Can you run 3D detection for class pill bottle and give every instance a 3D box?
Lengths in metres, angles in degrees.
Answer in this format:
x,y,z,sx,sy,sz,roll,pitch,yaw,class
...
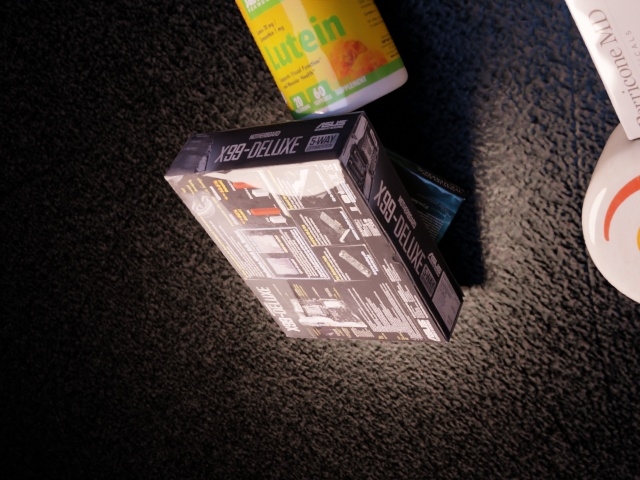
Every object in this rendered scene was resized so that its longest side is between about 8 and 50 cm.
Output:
x,y,z,sx,sy,sz,roll,pitch,yaw,class
-0.015,-0.256,0.939,0.136,0.136,0.245,-20,101,35,pill bottle

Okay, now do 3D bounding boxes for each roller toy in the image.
x,y,z,sx,sy,sz,roll,pitch,yaw,class
0.351,-0.031,0.818,0.191,0.146,0.209,37,131,2,roller toy

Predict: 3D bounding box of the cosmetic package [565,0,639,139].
x,y,z,sx,sy,sz,roll,pitch,yaw,class
0.391,-0.238,0.647,0.385,0.156,0.217,-15,119,42,cosmetic package

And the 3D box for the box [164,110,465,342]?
x,y,z,sx,sy,sz,roll,pitch,yaw,class
0.000,0.000,1.007,0.242,0.076,0.307,-3,137,35,box

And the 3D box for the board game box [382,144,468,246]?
x,y,z,sx,sy,sz,roll,pitch,yaw,class
0.068,-0.051,1.044,0.186,0.026,0.126,30,124,6,board game box
